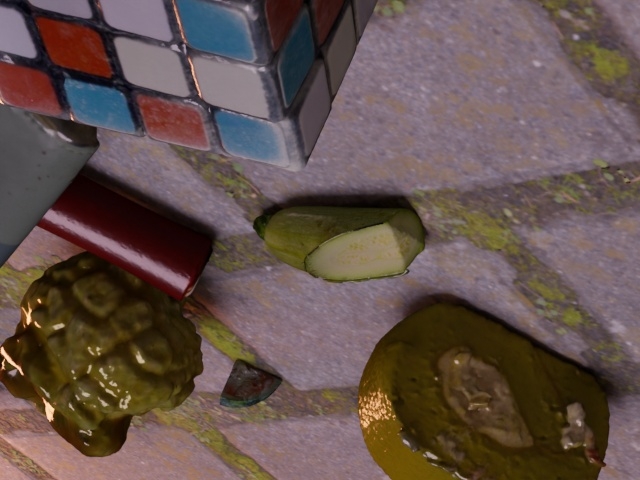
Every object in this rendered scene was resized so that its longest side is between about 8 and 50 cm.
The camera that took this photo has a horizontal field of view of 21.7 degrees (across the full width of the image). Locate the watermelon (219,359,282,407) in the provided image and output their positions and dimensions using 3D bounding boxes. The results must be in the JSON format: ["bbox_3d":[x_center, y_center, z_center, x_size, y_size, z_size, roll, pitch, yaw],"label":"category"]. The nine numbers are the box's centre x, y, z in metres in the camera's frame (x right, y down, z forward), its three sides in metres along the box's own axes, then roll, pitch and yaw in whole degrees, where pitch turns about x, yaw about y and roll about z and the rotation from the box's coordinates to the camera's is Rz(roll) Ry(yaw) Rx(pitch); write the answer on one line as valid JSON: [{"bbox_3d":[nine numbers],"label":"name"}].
[{"bbox_3d":[-0.097,0.175,2.061,0.085,0.085,0.061,-4,99,41],"label":"watermelon"}]

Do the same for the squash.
[{"bbox_3d":[0.000,0.003,1.670,0.200,0.075,0.090,3,170,36],"label":"squash"}]

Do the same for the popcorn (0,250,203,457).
[{"bbox_3d":[-0.265,0.127,1.913,0.251,0.237,0.206,-28,142,16],"label":"popcorn"}]

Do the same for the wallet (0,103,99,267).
[{"bbox_3d":[-0.393,-0.091,1.720,0.252,0.083,0.360,42,134,-5],"label":"wallet"}]

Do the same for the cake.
[{"bbox_3d":[0.164,0.192,1.745,0.260,0.179,0.156,27,150,-5],"label":"cake"}]

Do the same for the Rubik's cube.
[{"bbox_3d":[-0.098,-0.237,1.174,0.256,0.259,0.253,15,150,17],"label":"Rubik's cube"}]

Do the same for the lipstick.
[{"bbox_3d":[-0.235,-0.019,1.808,0.241,0.080,0.080,27,150,-3],"label":"lipstick"}]
